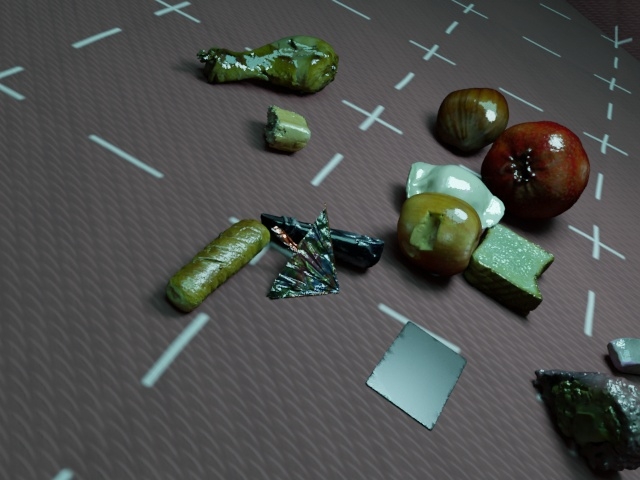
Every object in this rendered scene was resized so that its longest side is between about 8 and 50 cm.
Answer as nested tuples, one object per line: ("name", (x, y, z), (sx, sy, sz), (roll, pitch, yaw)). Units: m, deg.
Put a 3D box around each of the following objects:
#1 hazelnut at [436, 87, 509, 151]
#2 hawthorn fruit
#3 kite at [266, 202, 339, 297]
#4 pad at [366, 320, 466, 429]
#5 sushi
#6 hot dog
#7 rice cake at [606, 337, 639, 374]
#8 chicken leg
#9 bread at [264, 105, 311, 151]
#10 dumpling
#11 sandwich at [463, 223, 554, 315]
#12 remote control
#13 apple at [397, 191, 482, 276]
("hazelnut", (0.449, -0.349, 1.960), (0.210, 0.210, 0.186), (43, 18, 21))
("hawthorn fruit", (0.587, -0.182, 1.776), (0.307, 0.265, 0.265), (6, 37, -54))
("kite", (-0.024, 0.034, 1.306), (0.189, 0.009, 0.232), (44, 61, -16))
("pad", (0.184, 0.244, 1.244), (0.143, 0.003, 0.211), (34, 39, 11))
("sushi", (0.510, 0.301, 1.228), (0.107, 0.161, 0.241), (1, 45, -26))
("hot dog", (-0.182, 0.036, 1.241), (0.088, 0.061, 0.286), (39, 39, -2))
("rice cake", (0.813, 0.279, 1.505), (0.399, 0.064, 0.070), (11, 50, -18))
("chicken leg", (-0.135, -0.480, 1.821), (0.429, 0.153, 0.201), (-8, 36, -26))
("bread", (-0.084, -0.268, 1.636), (0.106, 0.082, 0.125), (20, 27, -24))
("dumpling", (0.314, -0.090, 1.614), (0.252, 0.131, 0.179), (28, 53, 4))
("sandwich", (0.439, 0.060, 1.551), (0.186, 0.065, 0.214), (34, 38, 11))
("remote control", (0.000, 0.000, 1.384), (0.266, 0.066, 0.090), (14, 2, -8))
("apple", (0.256, -0.021, 1.465), (0.199, 0.199, 0.199), (15, 39, -13))
